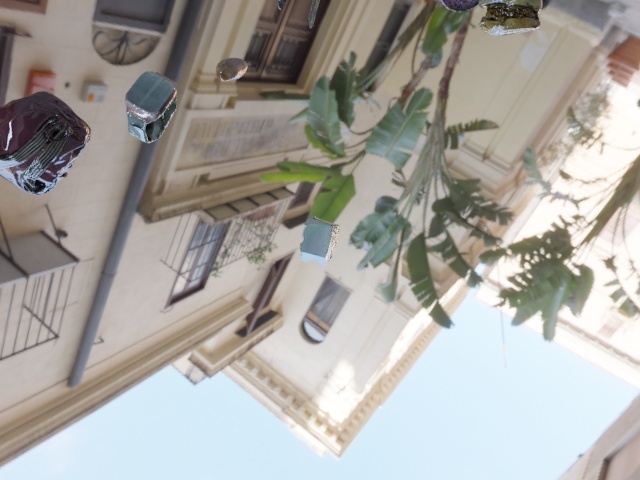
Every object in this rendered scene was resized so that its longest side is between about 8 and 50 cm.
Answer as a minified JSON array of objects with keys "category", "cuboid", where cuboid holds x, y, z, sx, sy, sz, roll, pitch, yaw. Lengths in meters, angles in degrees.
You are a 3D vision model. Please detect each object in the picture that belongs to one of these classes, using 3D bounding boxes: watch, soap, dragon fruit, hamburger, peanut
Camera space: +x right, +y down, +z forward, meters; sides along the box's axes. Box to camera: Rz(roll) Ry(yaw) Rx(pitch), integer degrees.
[{"category":"watch","cuboid":[-0.681,-0.526,2.146,0.162,0.253,0.241,30,162,4]},{"category":"soap","cuboid":[0.000,0.000,1.671,0.091,0.145,0.230,13,-171,7]},{"category":"dragon fruit","cuboid":[0.529,-1.005,1.996,0.224,0.218,0.148,32,-150,-34]},{"category":"hamburger","cuboid":[0.513,-0.619,1.417,0.185,0.113,0.177,-11,-165,-23]},{"category":"peanut","cuboid":[-0.302,-0.588,1.802,0.076,0.076,0.152,31,-143,7]}]

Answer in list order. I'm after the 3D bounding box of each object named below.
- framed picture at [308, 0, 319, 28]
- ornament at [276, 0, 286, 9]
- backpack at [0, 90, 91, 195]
[{"category":"framed picture","cuboid":[-0.007,-0.765,1.630,0.011,0.183,0.142,12,-146,-11]},{"category":"ornament","cuboid":[-0.161,-0.769,1.523,0.236,0.202,0.080,47,-116,-3]},{"category":"backpack","cuboid":[-0.843,-0.290,1.552,0.283,0.317,0.197,43,-151,-48]}]
